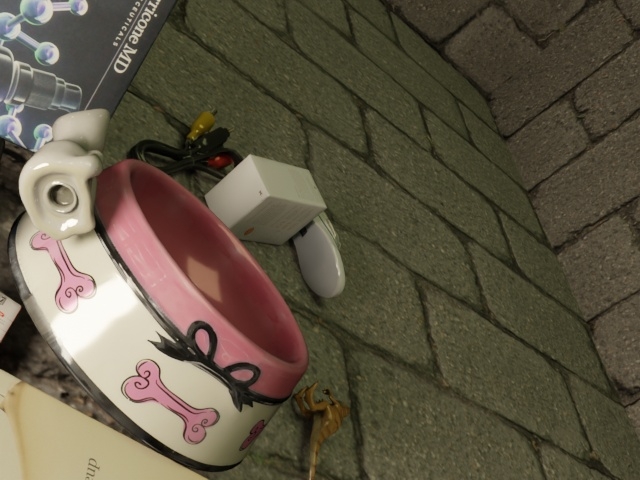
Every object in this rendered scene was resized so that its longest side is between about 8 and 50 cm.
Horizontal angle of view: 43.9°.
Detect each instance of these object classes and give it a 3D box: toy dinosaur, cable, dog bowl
[{"bbox_3d":[0.004,0.281,1.231,0.112,0.064,0.211,52,27,-1],"label":"toy dinosaur"},{"bbox_3d":[-0.236,-0.145,1.428,0.287,0.072,0.140,-37,106,-51],"label":"cable"},{"bbox_3d":[-0.175,0.072,0.982,0.408,0.150,0.408,48,8,-9],"label":"dog bowl"}]

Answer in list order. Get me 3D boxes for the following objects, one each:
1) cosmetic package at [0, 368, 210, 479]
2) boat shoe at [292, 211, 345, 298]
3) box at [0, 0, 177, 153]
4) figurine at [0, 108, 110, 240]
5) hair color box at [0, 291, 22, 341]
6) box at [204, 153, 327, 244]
[{"bbox_3d":[-0.247,0.271,0.779,0.309,0.113,0.160,40,28,-32],"label":"cosmetic package"},{"bbox_3d":[0.000,0.000,1.538,0.084,0.095,0.258,11,48,-46],"label":"boat shoe"},{"bbox_3d":[-0.426,-0.313,0.982,0.395,0.294,0.212,27,5,-39],"label":"box"},{"bbox_3d":[-0.329,-0.075,0.862,0.209,0.214,0.092,-107,-178,-58],"label":"figurine"},{"bbox_3d":[-0.389,0.106,0.859,0.072,0.043,0.141,41,30,-20],"label":"hair color box"},{"bbox_3d":[-0.097,-0.069,1.433,0.170,0.130,0.091,10,48,-53],"label":"box"}]
